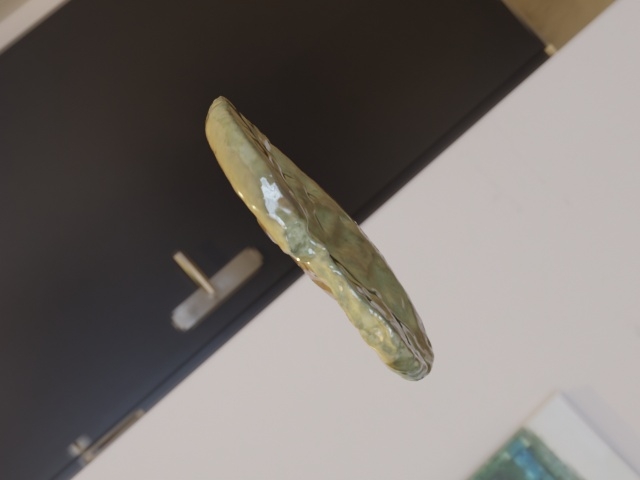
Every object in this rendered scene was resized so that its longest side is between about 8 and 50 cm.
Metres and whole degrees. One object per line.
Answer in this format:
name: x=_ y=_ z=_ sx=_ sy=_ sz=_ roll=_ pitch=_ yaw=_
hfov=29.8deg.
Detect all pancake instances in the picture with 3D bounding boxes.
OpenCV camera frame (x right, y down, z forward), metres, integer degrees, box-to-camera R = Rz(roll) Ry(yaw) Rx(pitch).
pancake: x=-0.001 y=0.001 z=0.826 sx=0.236 sy=0.042 sz=0.222 roll=44 pitch=-172 yaw=-36
